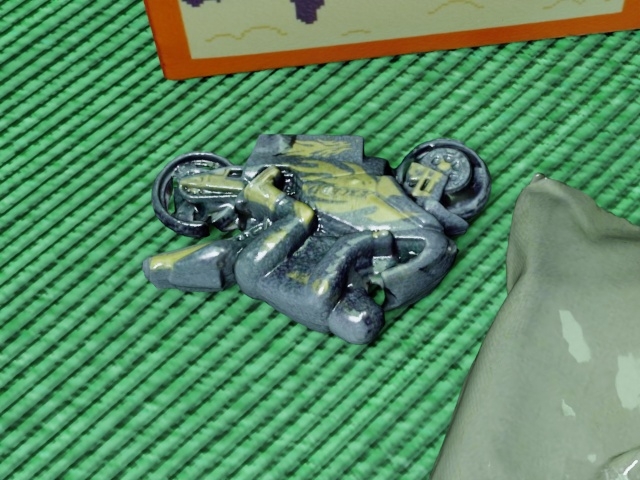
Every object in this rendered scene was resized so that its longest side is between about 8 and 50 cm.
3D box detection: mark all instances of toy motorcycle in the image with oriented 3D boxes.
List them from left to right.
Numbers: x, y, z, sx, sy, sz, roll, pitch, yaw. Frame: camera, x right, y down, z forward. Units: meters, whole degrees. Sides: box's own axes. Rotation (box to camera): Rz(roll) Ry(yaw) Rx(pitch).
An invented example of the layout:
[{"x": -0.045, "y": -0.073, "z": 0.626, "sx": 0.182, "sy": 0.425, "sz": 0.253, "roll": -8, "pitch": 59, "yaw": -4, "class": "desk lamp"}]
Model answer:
[{"x": 0.000, "y": 0.000, "z": 0.638, "sx": 0.193, "sy": 0.061, "sz": 0.124, "roll": -3, "pitch": 60, "yaw": 0, "class": "toy motorcycle"}]

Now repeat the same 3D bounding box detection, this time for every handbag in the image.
[{"x": 0.154, "y": 0.143, "z": 0.510, "sx": 0.253, "sy": 0.109, "sz": 0.316, "roll": 21, "pitch": 61, "yaw": 11, "class": "handbag"}]

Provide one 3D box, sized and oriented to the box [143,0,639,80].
[{"x": 0.030, "y": -0.323, "z": 0.725, "sx": 0.318, "sy": 0.257, "sz": 0.349, "roll": -6, "pitch": 58, "yaw": 2, "class": "box"}]
